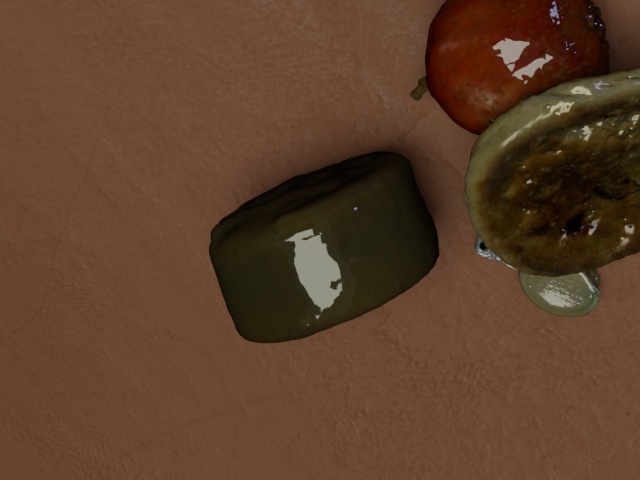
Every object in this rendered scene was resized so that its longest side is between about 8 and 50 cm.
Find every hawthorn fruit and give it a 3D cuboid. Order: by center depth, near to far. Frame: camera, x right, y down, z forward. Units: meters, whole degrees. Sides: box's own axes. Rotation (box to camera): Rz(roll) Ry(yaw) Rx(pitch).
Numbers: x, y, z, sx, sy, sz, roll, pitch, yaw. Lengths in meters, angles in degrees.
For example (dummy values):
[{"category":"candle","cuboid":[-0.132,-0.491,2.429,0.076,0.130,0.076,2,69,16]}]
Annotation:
[{"category":"hawthorn fruit","cuboid":[0.213,-0.211,1.645,0.253,0.205,0.205,-20,102,24]}]

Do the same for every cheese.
[{"category":"cheese","cuboid":[0.284,0.031,1.782,0.171,0.047,0.092,41,112,-1]}]

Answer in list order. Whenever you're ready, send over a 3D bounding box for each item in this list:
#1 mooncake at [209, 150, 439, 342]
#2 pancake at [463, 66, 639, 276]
[{"category":"mooncake","cuboid":[0.000,0.000,1.716,0.284,0.284,0.155,-21,102,20]},{"category":"pancake","cuboid":[0.341,-0.080,1.628,0.356,0.065,0.356,-13,142,-10]}]
